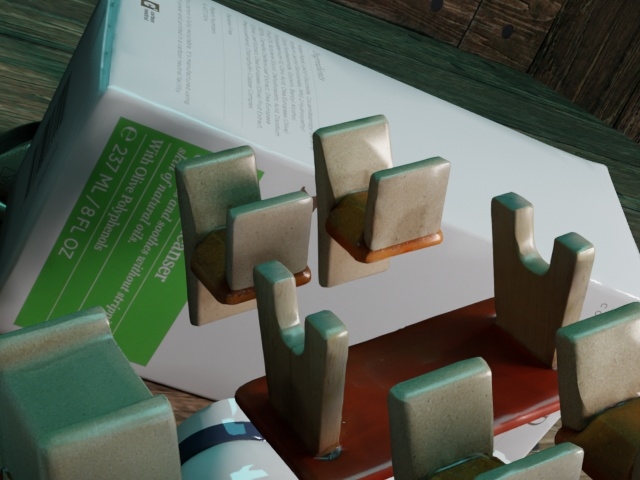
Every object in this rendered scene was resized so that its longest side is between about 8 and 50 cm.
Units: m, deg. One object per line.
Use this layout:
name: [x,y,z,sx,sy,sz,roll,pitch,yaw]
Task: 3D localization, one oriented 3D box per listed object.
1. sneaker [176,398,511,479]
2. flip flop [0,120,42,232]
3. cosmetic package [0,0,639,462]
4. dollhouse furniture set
sneaker: [0.025,0.154,0.680,0.235,0.090,0.095,12,34,-30]
flip flop: [-0.208,-0.054,0.929,0.277,0.080,0.112,24,17,-9]
cosmetic package: [0.000,0.000,0.835,0.365,0.197,0.155,20,34,-19]
dollhouse furniture set: [-0.002,0.077,0.555,0.259,0.135,0.262,-16,34,-24]
